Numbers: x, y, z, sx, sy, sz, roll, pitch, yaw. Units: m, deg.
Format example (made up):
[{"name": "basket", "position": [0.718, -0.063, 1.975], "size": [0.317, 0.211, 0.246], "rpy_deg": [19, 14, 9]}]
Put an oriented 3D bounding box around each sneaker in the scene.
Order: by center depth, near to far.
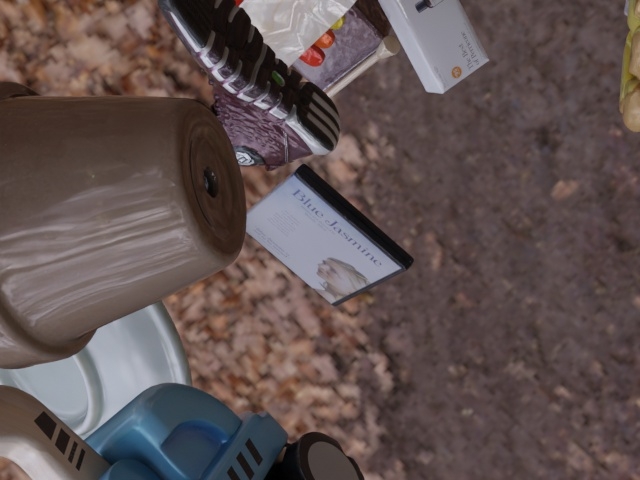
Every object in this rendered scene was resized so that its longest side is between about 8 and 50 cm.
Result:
[{"name": "sneaker", "position": [-0.121, -0.173, 1.566], "size": [0.162, 0.106, 0.281], "rpy_deg": [-27, 120, 37]}]

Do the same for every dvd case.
[{"name": "dvd case", "position": [0.000, 0.000, 1.700], "size": [0.180, 0.022, 0.253], "rpy_deg": [41, 157, -7]}]

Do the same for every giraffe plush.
[{"name": "giraffe plush", "position": [0.388, -0.202, 1.309], "size": [0.170, 0.210, 0.181], "rpy_deg": [4, 124, 9]}]

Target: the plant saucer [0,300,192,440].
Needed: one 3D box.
[{"name": "plant saucer", "position": [-0.353, 0.152, 1.814], "size": [0.400, 0.100, 0.401], "rpy_deg": [21, 128, 30]}]

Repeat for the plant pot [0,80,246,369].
[{"name": "plant pot", "position": [-0.197, -0.032, 1.176], "size": [0.229, 0.263, 0.263], "rpy_deg": [-12, 120, 19]}]

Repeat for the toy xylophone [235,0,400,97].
[{"name": "toy xylophone", "position": [-0.021, -0.321, 1.902], "size": [0.236, 0.081, 0.322], "rpy_deg": [39, 147, -21]}]

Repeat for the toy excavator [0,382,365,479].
[{"name": "toy excavator", "position": [-0.219, 0.250, 1.361], "size": [0.445, 0.433, 0.222], "rpy_deg": [46, 119, -4]}]

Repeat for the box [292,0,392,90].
[{"name": "box", "position": [0.001, -0.406, 2.328], "size": [0.167, 0.168, 0.203], "rpy_deg": [-35, 110, 28]}]

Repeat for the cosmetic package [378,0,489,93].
[{"name": "cosmetic package", "position": [0.156, -0.348, 2.014], "size": [0.239, 0.099, 0.060], "rpy_deg": [59, 168, -21]}]
